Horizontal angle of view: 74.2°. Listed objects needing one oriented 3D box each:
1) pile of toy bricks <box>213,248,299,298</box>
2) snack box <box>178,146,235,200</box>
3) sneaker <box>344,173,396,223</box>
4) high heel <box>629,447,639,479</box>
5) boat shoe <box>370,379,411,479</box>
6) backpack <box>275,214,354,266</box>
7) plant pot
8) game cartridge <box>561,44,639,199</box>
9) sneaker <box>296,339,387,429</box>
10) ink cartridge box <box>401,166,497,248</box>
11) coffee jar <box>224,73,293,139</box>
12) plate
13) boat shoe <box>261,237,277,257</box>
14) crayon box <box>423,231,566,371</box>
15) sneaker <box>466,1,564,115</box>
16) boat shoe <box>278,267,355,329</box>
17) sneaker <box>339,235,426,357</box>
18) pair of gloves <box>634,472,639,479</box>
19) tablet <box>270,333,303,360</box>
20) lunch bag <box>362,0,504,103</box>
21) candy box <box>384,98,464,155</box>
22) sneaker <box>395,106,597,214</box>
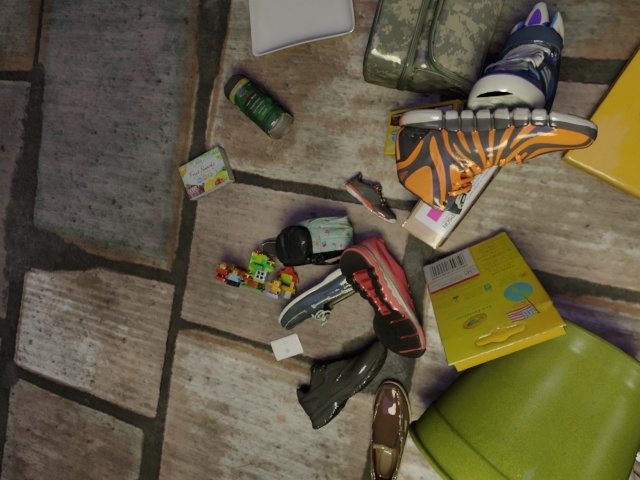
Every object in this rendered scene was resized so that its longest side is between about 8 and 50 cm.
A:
[{"bbox_3d":[-0.166,0.076,1.103,0.212,0.118,0.105,15,89,17],"label":"pile of toy bricks"},{"bbox_3d":[-0.319,-0.186,1.188,0.141,0.037,0.100,-24,83,18],"label":"snack box"},{"bbox_3d":[0.131,-0.104,1.025,0.158,0.061,0.065,43,98,13],"label":"sneaker"},{"bbox_3d":[0.568,0.492,0.871,0.261,0.093,0.186,-55,44,21],"label":"high heel"},{"bbox_3d":[0.164,0.471,1.010,0.095,0.095,0.257,2,92,19],"label":"boat shoe"},{"bbox_3d":[0.000,0.000,1.010,0.152,0.182,0.115,-1,95,56],"label":"backpack"},{"bbox_3d":[0.422,0.335,0.807,0.367,0.366,0.352,35,91,15],"label":"plant pot"},{"bbox_3d":[0.709,-0.206,0.829,0.324,0.053,0.285,34,102,13],"label":"game cartridge"},{"bbox_3d":[0.045,0.336,1.047,0.286,0.109,0.130,-47,69,11],"label":"sneaker"},{"bbox_3d":[0.285,-0.098,0.899,0.088,0.193,0.234,38,103,15],"label":"ink cartridge box"},{"bbox_3d":[-0.162,-0.349,1.097,0.184,0.096,0.079,43,101,12],"label":"coffee jar"},{"bbox_3d":[-0.053,-0.628,1.078,0.278,0.045,0.277,-5,90,20],"label":"plate"},{"bbox_3d":[-0.090,0.024,1.108,0.152,0.049,0.056,5,92,18],"label":"boat shoe"},{"bbox_3d":[0.325,0.123,0.830,0.202,0.318,0.081,-26,112,19],"label":"crayon box"},{"bbox_3d":[0.373,-0.340,0.797,0.130,0.323,0.236,8,95,36],"label":"sneaker"},{"bbox_3d":[0.007,0.156,1.060,0.255,0.095,0.079,-36,69,8],"label":"boat shoe"},{"bbox_3d":[0.175,0.126,0.986,0.116,0.136,0.313,-19,104,46],"label":"sneaker"},{"bbox_3d":[0.638,0.610,0.879,0.204,0.042,0.240,36,97,20],"label":"pair of gloves"},{"bbox_3d":[-0.091,0.287,1.140,0.083,0.006,0.054,-23,85,19],"label":"tablet"},{"bbox_3d":[0.248,-0.471,0.903,0.256,0.212,0.304,15,98,1],"label":"lunch bag"},{"bbox_3d":[0.223,-0.245,0.942,0.206,0.027,0.105,13,99,57],"label":"candy box"},{"bbox_3d":[0.287,-0.132,0.742,0.321,0.125,0.179,9,98,31],"label":"sneaker"}]
